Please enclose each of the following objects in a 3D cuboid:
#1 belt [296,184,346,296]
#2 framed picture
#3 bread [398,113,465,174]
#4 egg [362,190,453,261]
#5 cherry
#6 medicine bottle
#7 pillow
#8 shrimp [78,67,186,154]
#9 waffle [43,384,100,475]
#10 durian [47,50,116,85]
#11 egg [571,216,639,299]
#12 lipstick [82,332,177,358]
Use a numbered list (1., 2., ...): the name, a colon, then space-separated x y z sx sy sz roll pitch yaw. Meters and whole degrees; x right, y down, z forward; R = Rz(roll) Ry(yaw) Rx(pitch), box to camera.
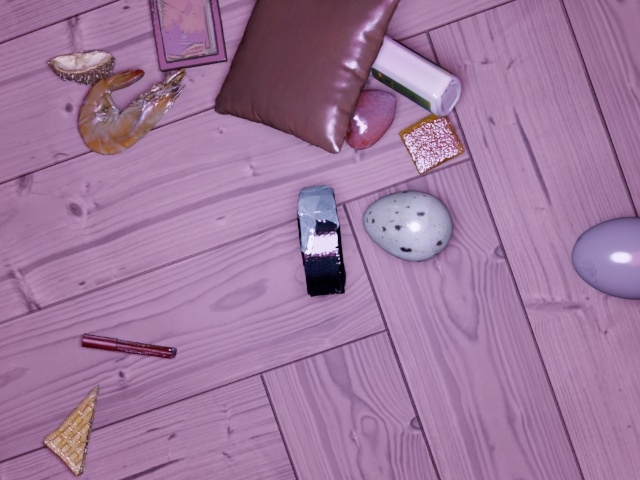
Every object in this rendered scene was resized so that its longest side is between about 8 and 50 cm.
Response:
1. belt: 0.000 0.000 1.829 0.078 0.151 0.199 -5 88 4
2. framed picture: -0.248 -0.407 1.902 0.127 0.023 0.169 -9 90 3
3. bread: 0.204 -0.180 1.876 0.094 0.035 0.090 -28 89 3
4. egg: 0.157 -0.029 1.841 0.164 0.131 0.131 17 91 26
5. cherry: 0.077 -0.218 1.857 0.126 0.087 0.106 -13 83 -15
6. medicine bottle: 0.145 -0.307 1.832 0.219 0.115 0.078 34 93 17
7. pillow: -0.023 -0.331 1.810 0.305 0.108 0.308 23 91 36
8. shrimp: -0.351 -0.256 1.896 0.236 0.053 0.133 -37 80 10
9. waffle: -0.435 0.355 1.918 0.097 0.023 0.153 43 92 0
10. durian: -0.444 -0.321 1.899 0.130 0.052 0.066 -4 88 4
11. egg: 0.544 0.030 1.805 0.198 0.146 0.147 7 91 11
12. lipstick: -0.356 0.200 1.913 0.176 0.027 0.027 9 91 2
